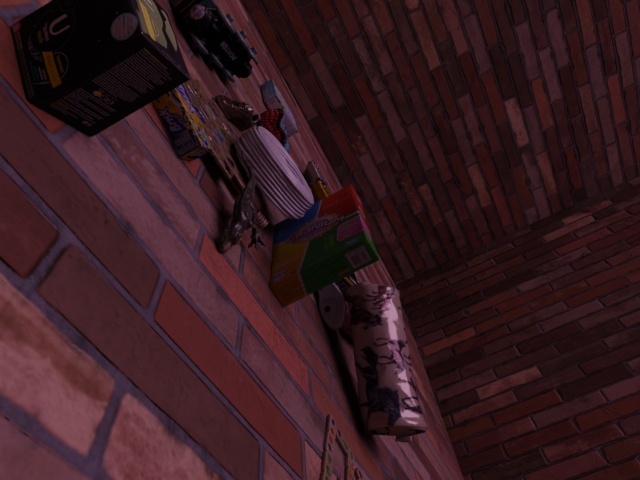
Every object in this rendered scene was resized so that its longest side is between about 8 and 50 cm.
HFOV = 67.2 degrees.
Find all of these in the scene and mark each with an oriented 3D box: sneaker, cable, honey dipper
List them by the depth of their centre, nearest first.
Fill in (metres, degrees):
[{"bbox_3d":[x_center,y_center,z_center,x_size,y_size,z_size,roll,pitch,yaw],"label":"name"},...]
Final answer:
[{"bbox_3d":[-0.176,-0.098,1.119,0.160,0.031,0.030,58,12,-22],"label":"honey dipper"},{"bbox_3d":[-0.110,-0.170,1.220,0.257,0.089,0.257,56,8,17],"label":"cable"},{"bbox_3d":[-0.234,-0.377,1.377,0.066,0.071,0.188,66,10,11],"label":"sneaker"},{"bbox_3d":[0.041,0.173,1.406,0.121,0.079,0.216,49,17,-54],"label":"sneaker"},{"bbox_3d":[-0.162,-0.365,1.720,0.125,0.104,0.261,75,5,-50],"label":"sneaker"}]

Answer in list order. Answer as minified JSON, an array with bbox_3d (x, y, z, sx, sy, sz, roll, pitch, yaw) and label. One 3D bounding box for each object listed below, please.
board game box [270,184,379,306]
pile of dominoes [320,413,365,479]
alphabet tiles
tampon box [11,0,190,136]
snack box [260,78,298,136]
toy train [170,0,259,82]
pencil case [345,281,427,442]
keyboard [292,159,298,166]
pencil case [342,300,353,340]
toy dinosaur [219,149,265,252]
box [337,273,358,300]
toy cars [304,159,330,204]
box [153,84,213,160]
[{"bbox_3d":[0.000,0.000,1.169,0.064,0.242,0.316,57,11,-25],"label":"board game box"},{"bbox_3d":[0.065,0.473,0.913,0.195,0.040,0.251,62,11,-10],"label":"pile of dominoes"},{"bbox_3d":[-0.239,-0.251,1.148,0.285,0.011,0.342,58,8,-17],"label":"alphabet tiles"},{"bbox_3d":[-0.269,-0.232,0.597,0.120,0.161,0.101,67,10,18],"label":"tampon box"},{"bbox_3d":[-0.184,-0.591,2.160,0.207,0.070,0.174,54,14,-41],"label":"snack box"},{"bbox_3d":[-0.308,-0.616,1.440,0.190,0.142,0.334,57,8,15],"label":"toy train"},{"bbox_3d":[0.171,0.320,1.291,0.183,0.160,0.410,36,40,-52],"label":"pencil case"},{"bbox_3d":[-0.138,-0.262,1.593,0.014,0.072,0.256,41,3,18],"label":"keyboard"},{"bbox_3d":[0.155,0.296,1.576,0.284,0.124,0.124,51,17,-48],"label":"pencil case"},{"bbox_3d":[-0.151,-0.057,0.980,0.118,0.064,0.268,83,5,-46],"label":"toy dinosaur"},{"bbox_3d":[0.026,0.043,1.662,0.322,0.079,0.257,47,18,-58],"label":"box"},{"bbox_3d":[-0.020,-0.235,2.099,0.176,0.087,0.393,58,8,-31],"label":"toy cars"},{"bbox_3d":[-0.270,-0.239,0.914,0.168,0.054,0.059,65,11,1],"label":"box"}]
